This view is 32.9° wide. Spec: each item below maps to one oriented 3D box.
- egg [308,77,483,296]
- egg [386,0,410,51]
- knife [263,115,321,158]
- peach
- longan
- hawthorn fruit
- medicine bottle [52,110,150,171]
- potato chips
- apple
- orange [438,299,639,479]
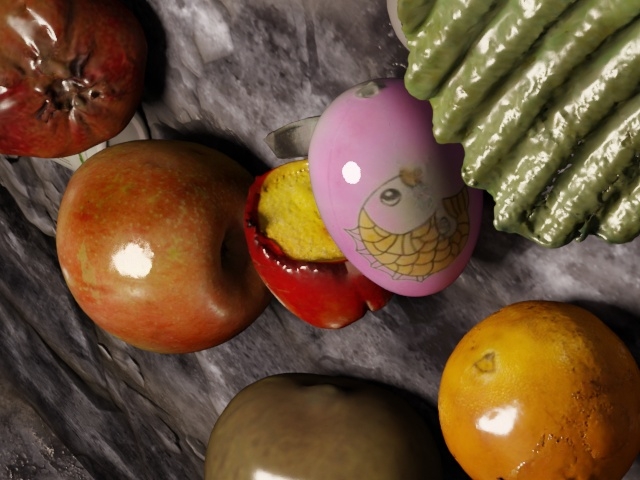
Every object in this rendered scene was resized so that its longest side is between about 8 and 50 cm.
[{"bbox_3d":[0.093,-0.058,1.240,0.196,0.196,0.271,16,152,42],"label":"egg"},{"bbox_3d":[0.149,-0.237,1.031,0.199,0.146,0.146,-1,121,52],"label":"egg"},{"bbox_3d":[-0.009,-0.136,1.442,0.230,0.028,0.060,3,111,53],"label":"knife"},{"bbox_3d":[0.000,0.000,1.410,0.190,0.196,0.226,-27,104,23],"label":"peach"},{"bbox_3d":[0.003,0.350,1.614,0.361,0.361,0.360,31,142,28],"label":"longan"},{"bbox_3d":[-0.412,-0.273,1.557,0.324,0.308,0.308,49,149,26],"label":"hawthorn fruit"},{"bbox_3d":[-0.417,-0.195,1.795,0.296,0.111,0.161,28,140,34],"label":"medicine bottle"},{"bbox_3d":[0.244,-0.143,0.916,0.373,0.097,0.389,10,142,8],"label":"potato chips"},{"bbox_3d":[-0.208,0.005,1.559,0.277,0.319,0.319,-7,118,31],"label":"apple"},{"bbox_3d":[0.253,0.186,1.236,0.240,0.240,0.240,31,142,28],"label":"orange"}]
